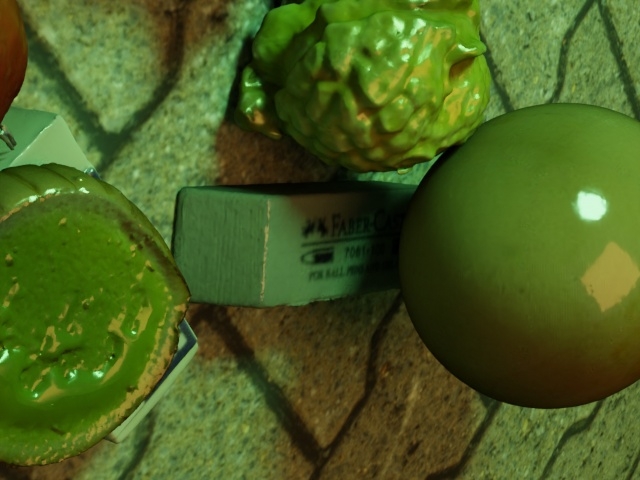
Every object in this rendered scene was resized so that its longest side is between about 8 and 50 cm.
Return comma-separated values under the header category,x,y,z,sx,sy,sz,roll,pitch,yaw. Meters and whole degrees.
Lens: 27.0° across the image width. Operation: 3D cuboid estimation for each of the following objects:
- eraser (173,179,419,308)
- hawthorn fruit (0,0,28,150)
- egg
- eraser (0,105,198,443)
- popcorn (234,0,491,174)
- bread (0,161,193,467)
category,x,y,z,sx,sy,sz,roll,pitch,yaw
eraser,0.001,0.000,1.358,0.352,0.077,0.111,-5,105,-50
hawthorn fruit,-0.285,-0.129,0.874,0.299,0.211,0.211,36,71,-61
egg,0.241,0.011,1.360,0.374,0.301,0.301,-22,117,-53
eraser,-0.210,0.033,1.099,0.124,0.081,0.279,-51,135,-28
popcorn,0.038,-0.170,1.276,0.206,0.251,0.237,79,3,-60
bread,-0.205,0.055,0.992,0.236,0.070,0.236,-18,118,-39
